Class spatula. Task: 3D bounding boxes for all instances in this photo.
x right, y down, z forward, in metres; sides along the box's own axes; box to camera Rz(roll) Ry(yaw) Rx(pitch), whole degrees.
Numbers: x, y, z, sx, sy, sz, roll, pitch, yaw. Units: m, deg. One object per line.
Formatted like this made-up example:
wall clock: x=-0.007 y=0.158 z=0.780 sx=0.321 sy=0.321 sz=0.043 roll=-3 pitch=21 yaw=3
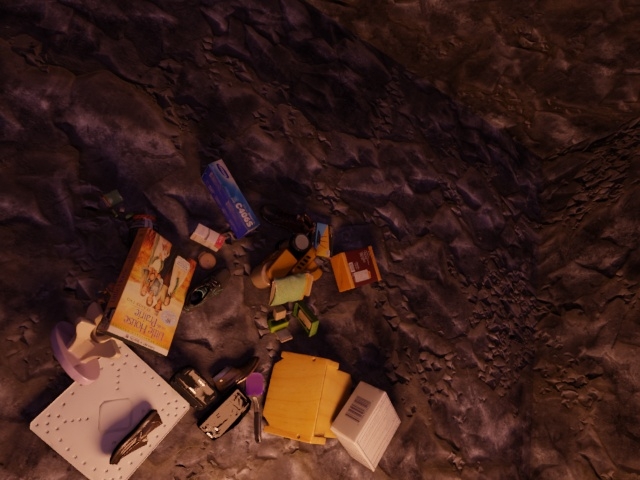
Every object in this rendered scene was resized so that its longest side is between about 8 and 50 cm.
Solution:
spatula: x=-0.281 y=0.734 z=1.786 sx=0.084 sy=0.030 sz=0.297 roll=-8 pitch=83 yaw=12

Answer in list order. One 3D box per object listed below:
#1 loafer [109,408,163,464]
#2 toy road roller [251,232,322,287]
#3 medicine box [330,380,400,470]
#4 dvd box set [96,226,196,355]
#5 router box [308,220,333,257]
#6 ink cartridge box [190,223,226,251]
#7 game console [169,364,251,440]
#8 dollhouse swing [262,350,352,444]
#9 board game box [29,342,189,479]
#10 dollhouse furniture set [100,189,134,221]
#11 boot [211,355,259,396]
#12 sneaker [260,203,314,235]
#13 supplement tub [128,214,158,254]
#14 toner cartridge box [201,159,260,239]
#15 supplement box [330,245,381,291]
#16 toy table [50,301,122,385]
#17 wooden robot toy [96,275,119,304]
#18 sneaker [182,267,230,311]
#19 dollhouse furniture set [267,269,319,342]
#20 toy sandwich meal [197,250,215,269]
loafer: x=-0.673 y=0.735 z=1.501 sx=0.078 sy=0.080 sz=0.220 roll=47 pitch=60 yaw=-8
toy road roller: x=-0.142 y=0.138 z=1.939 sx=0.241 sy=0.202 sz=0.329 roll=50 pitch=58 yaw=-13
medicine box: x=0.217 y=0.856 z=1.887 sx=0.263 sy=0.149 sz=0.289 roll=-48 pitch=130 yaw=-29
dvd box set: x=-0.657 y=0.203 z=1.597 sx=0.308 sy=0.062 sz=0.421 roll=53 pitch=39 yaw=-50
router box: x=0.000 y=0.000 z=2.139 sx=0.133 sy=0.046 sz=0.179 roll=11 pitch=71 yaw=-25
ink cartridge box: x=-0.510 y=-0.013 z=1.844 sx=0.135 sy=0.099 sz=0.056 roll=30 pitch=64 yaw=-18
game console: x=-0.450 y=0.639 z=1.657 sx=0.213 sy=0.044 sz=0.361 roll=-42 pitch=113 yaw=-18
dollhouse swing: x=-0.048 y=0.733 z=1.901 sx=0.314 sy=0.305 sz=0.347 roll=5 pitch=68 yaw=17
board game box: x=-0.777 y=0.660 z=1.545 sx=0.390 sy=0.050 sz=0.390 roll=47 pitch=61 yaw=-9
dollhouse furniture set: x=-0.856 y=-0.150 z=1.725 sx=0.076 sy=0.058 sz=0.152 roll=-38 pitch=95 yaw=-31
boot: x=-0.367 y=0.563 z=1.768 sx=0.106 sy=0.082 sz=0.219 roll=50 pitch=62 yaw=-10
sneaker: x=-0.150 y=-0.123 z=2.027 sx=0.281 sy=0.162 sz=0.107 roll=27 pitch=65 yaw=-19
supplement tub: x=-0.742 y=-0.005 z=1.711 sx=0.116 sy=0.117 sz=0.191 roll=2 pitch=76 yaw=-27
toner cartridge box: x=-0.422 y=-0.187 z=1.903 sx=0.075 sy=0.165 sz=0.348 roll=-31 pitch=92 yaw=-32
supplement box: x=0.184 y=0.148 z=2.145 sx=0.194 sy=0.129 sz=0.192 roll=-12 pitch=81 yaw=-30
toy table: x=-0.835 y=0.361 z=1.473 sx=0.160 sy=0.252 sz=0.274 roll=-40 pitch=73 yaw=-5
wooden robot toy: x=-0.823 y=0.190 z=1.636 sx=0.076 sy=0.079 sz=0.173 roll=49 pitch=61 yaw=-7
sneaker: x=-0.491 y=0.214 z=1.789 sx=0.101 sy=0.106 sz=0.267 roll=48 pitch=59 yaw=-7
dollhouse furniture set: x=-0.115 y=0.303 z=1.833 sx=0.197 sy=0.302 sz=0.151 roll=-15 pitch=44 yaw=-32
toy sandwich meal: x=-0.519 y=0.093 z=1.853 sx=0.085 sy=0.029 sz=0.086 roll=8 pitch=74 yaw=-30
